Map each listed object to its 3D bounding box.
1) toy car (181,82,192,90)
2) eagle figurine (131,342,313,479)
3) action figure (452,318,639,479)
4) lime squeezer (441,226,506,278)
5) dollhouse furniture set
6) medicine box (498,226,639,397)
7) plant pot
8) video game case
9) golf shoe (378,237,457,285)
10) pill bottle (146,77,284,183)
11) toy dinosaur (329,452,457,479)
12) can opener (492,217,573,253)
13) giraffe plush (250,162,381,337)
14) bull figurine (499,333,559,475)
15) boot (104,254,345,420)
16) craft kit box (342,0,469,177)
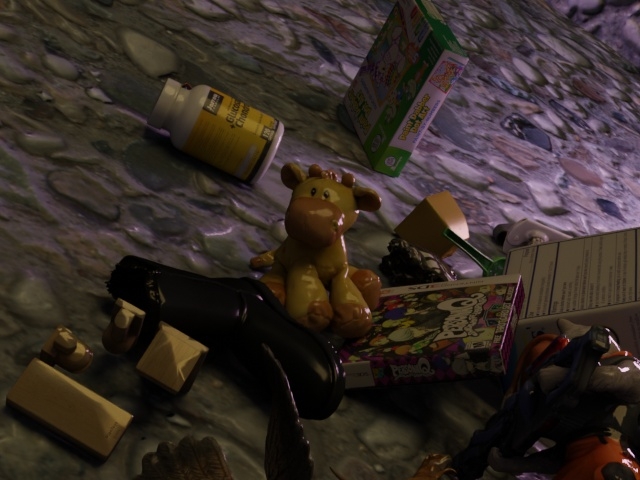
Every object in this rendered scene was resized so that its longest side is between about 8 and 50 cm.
[{"bbox_3d":[-0.190,-0.193,1.990,0.122,0.060,0.040,31,-24,-37],"label":"toy car"},{"bbox_3d":[-0.025,0.274,1.129,0.298,0.226,0.225,45,-11,-6],"label":"eagle figurine"},{"bbox_3d":[0.279,0.249,1.407,0.179,0.341,0.330,12,62,-15],"label":"action figure"},{"bbox_3d":[0.314,0.067,1.964,0.310,0.110,0.059,34,69,-1],"label":"lime squeezer"},{"bbox_3d":[-0.223,0.156,1.329,0.144,0.123,0.151,30,61,1],"label":"dollhouse furniture set"},{"bbox_3d":[0.393,0.103,1.752,0.289,0.149,0.263,-11,20,18],"label":"medicine box"},{"bbox_3d":[0.181,-0.017,1.993,0.083,0.081,0.081,50,31,14],"label":"plant pot"},{"bbox_3d":[0.142,0.113,1.627,0.210,0.041,0.232,-7,20,18],"label":"video game case"},{"bbox_3d":[0.170,0.067,1.834,0.094,0.077,0.198,7,35,-39],"label":"golf shoe"},{"bbox_3d":[-0.154,-0.163,1.877,0.184,0.103,0.103,25,27,-10],"label":"pill bottle"},{"bbox_3d":[0.099,0.283,1.419,0.112,0.064,0.211,23,11,28],"label":"toy dinosaur"},{"bbox_3d":[0.427,0.028,2.169,0.280,0.074,0.093,23,26,-15],"label":"can opener"},{"bbox_3d":[0.000,0.000,1.628,0.181,0.170,0.210,6,29,-10],"label":"giraffe plush"},{"bbox_3d":[0.338,0.254,1.549,0.101,0.188,0.310,1,38,-44],"label":"bull figurine"},{"bbox_3d":[-0.112,0.110,1.443,0.207,0.094,0.246,10,25,-41],"label":"boot"},{"bbox_3d":[0.140,-0.275,2.214,0.061,0.246,0.250,14,30,-23],"label":"craft kit box"}]
